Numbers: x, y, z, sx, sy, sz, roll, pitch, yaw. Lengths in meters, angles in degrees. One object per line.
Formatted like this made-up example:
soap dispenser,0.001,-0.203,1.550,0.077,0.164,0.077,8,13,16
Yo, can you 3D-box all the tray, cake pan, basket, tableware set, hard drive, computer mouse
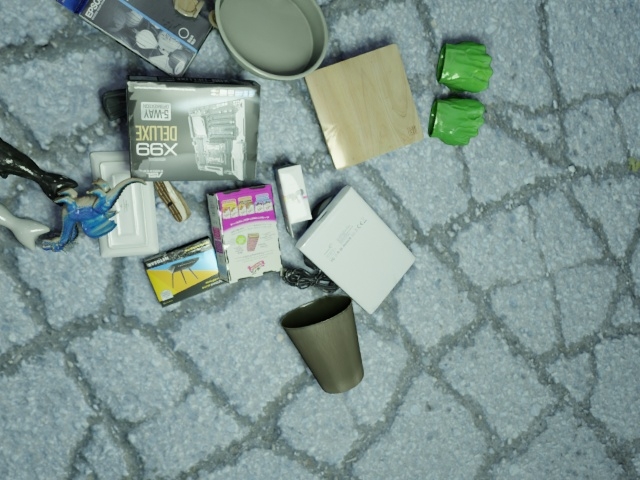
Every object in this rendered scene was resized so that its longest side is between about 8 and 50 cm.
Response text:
tray,-0.494,-0.090,1.443,0.145,0.030,0.270,-5,100,-11
cake pan,-0.122,-0.520,1.396,0.294,0.054,0.292,6,77,-27
basket,0.024,0.290,1.567,0.205,0.154,0.226,-18,107,5
tableware set,-0.269,-0.578,1.384,0.169,0.020,0.140,23,62,-21
hard drive,0.102,0.031,1.541,0.210,0.040,0.319,-50,123,-7
computer mouse,0.000,0.000,1.544,0.189,0.072,0.272,13,98,-36

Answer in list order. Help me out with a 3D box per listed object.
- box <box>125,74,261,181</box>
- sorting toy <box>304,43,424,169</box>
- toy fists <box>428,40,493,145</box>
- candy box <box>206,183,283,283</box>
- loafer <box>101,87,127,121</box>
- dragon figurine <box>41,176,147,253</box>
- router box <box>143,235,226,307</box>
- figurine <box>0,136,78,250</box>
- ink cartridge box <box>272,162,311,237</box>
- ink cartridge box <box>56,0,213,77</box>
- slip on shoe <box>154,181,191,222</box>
box,-0.307,-0.268,1.384,0.308,0.076,0.242,-2,117,-20
sorting toy,0.109,-0.349,1.510,0.256,0.089,0.256,-21,104,-9
toy fists,0.385,-0.400,1.566,0.143,0.096,0.278,7,99,-4
candy box,-0.195,-0.021,1.481,0.159,0.071,0.233,-12,101,-30
loafer,-0.416,-0.341,1.399,0.224,0.076,0.078,-11,103,-6
dragon figurine,-0.535,-0.065,1.368,0.290,0.085,0.143,-18,122,-4
router box,-0.352,0.080,1.495,0.179,0.046,0.133,-22,104,-9
figurine,-0.726,-0.103,1.361,0.210,0.092,0.214,31,92,-20
ink cartridge box,-0.071,-0.107,1.499,0.062,0.104,0.181,-14,103,-10
ink cartridge box,-0.441,-0.542,1.365,0.333,0.065,0.165,31,92,-15
slip on shoe,-0.376,-0.112,1.463,0.041,0.051,0.135,-38,100,-46
